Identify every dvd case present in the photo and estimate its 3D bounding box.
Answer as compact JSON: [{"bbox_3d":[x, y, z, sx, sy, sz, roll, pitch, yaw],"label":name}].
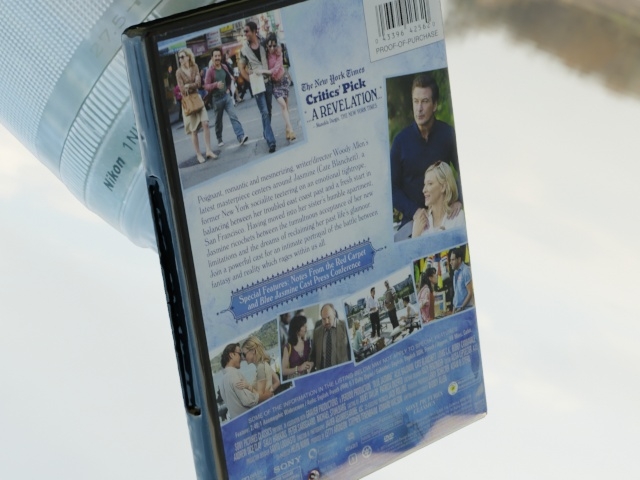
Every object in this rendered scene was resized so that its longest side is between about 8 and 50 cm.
[{"bbox_3d":[0.000,0.000,0.870,0.180,0.253,0.022,-21,-158,-35],"label":"dvd case"}]

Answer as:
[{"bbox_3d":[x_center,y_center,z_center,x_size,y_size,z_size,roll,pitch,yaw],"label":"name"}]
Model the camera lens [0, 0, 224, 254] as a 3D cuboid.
[{"bbox_3d":[-0.106,-0.143,1.034,0.274,0.219,0.219,43,-166,10],"label":"camera lens"}]
